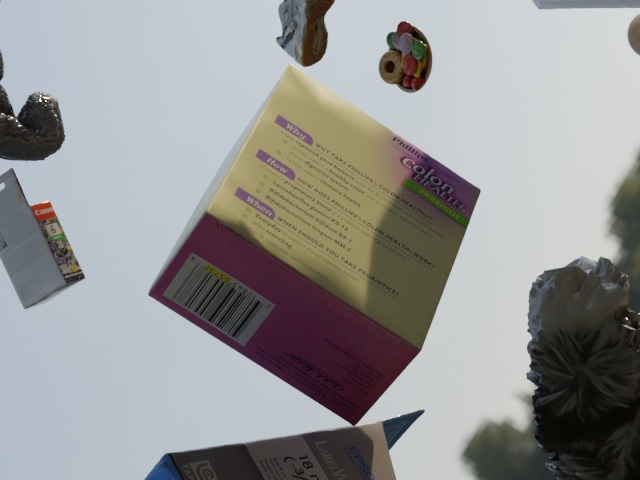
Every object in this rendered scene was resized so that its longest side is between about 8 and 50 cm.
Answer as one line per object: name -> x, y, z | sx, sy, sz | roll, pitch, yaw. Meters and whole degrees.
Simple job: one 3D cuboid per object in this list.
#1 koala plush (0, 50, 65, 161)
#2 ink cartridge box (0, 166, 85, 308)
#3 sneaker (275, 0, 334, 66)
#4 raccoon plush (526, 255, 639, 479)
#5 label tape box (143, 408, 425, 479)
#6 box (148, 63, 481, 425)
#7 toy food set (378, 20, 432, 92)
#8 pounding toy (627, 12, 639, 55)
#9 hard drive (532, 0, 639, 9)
koala plush -> -0.437, -0.201, 2.309 | 0.203, 0.196, 0.221 | 20, -123, -46
ink cartridge box -> -0.260, -0.004, 1.712 | 0.063, 0.115, 0.029 | -30, -7, 37
sneaker -> -0.013, -0.157, 1.277 | 0.032, 0.037, 0.083 | -21, -43, -42
raccoon plush -> 0.283, 0.238, 1.486 | 0.299, 0.216, 0.446 | 51, -147, -81
label tape box -> -0.050, 0.277, 1.699 | 0.334, 0.106, 0.240 | -4, -39, -47
box -> 0.000, 0.000, 1.683 | 0.117, 0.213, 0.243 | -52, 8, 40
toy food set -> 0.102, -0.216, 2.276 | 0.020, 0.083, 0.082 | -6, -59, -36
pounding toy -> 0.432, -0.190, 1.945 | 0.183, 0.237, 0.110 | -31, -30, -3
hard drive -> 0.274, -0.323, 1.849 | 0.040, 0.203, 0.307 | -23, 15, -21
